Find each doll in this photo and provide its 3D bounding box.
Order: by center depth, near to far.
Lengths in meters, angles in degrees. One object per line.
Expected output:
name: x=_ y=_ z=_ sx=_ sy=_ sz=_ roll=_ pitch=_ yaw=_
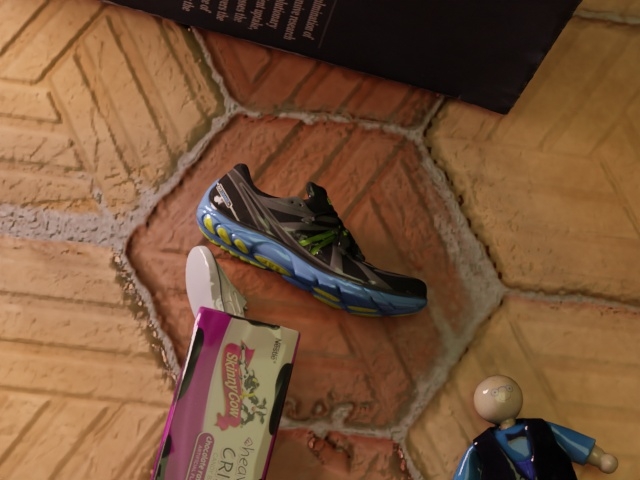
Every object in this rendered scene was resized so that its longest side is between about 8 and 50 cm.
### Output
doll: x=0.162 y=0.187 z=1.317 sx=0.129 sy=0.046 sz=0.189 roll=-20 pitch=69 yaw=-5

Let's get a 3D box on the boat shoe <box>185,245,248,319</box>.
boat shoe: x=-0.072 y=0.051 z=1.338 sx=0.035 sy=0.035 sz=0.100 roll=-3 pitch=65 yaw=-39

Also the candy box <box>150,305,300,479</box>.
candy box: x=-0.076 y=0.155 z=1.192 sx=0.071 sy=0.233 sz=0.159 roll=15 pitch=71 yaw=-4

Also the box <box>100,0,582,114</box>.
box: x=0.000 y=-0.413 z=1.370 sx=0.472 sy=0.297 sz=0.480 roll=15 pitch=70 yaw=-5

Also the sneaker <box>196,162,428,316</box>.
sneaker: x=0.000 y=0.000 z=1.345 sx=0.188 sy=0.067 sz=0.078 roll=28 pitch=76 yaw=4
